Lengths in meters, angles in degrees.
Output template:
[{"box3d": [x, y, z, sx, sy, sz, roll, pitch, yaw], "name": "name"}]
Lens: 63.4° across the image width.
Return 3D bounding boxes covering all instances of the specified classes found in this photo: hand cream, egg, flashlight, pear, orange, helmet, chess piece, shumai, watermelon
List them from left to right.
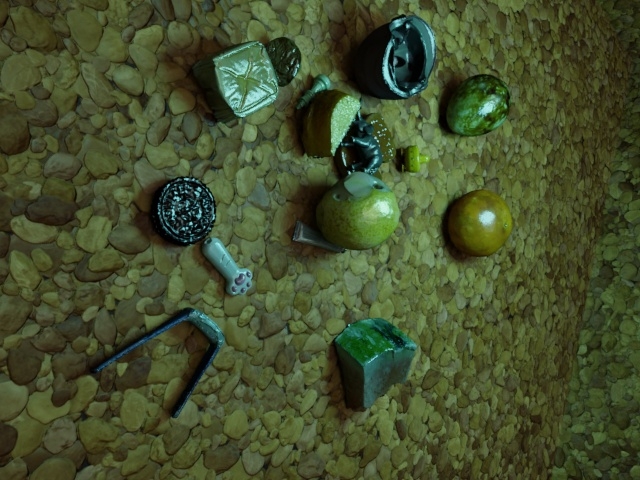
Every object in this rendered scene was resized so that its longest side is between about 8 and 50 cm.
[{"box3d": [-0.269, 0.074, 1.499, 0.093, 0.047, 0.200, -47, 119, -28], "name": "flashlight"}, {"box3d": [-0.119, -0.541, 1.605, 0.123, 0.105, 0.139, 8, 71, 4], "name": "shumai"}, {"box3d": [-0.030, -0.475, 1.687, 0.149, 0.059, 0.059, -52, 120, -22], "name": "chess piece"}, {"box3d": [0.000, 0.000, 1.728, 0.210, 0.043, 0.067, 22, 75, -32], "name": "hand cream"}, {"box3d": [0.116, -0.087, 1.685, 0.271, 0.271, 0.271, 0, 91, -39], "name": "pear"}, {"box3d": [0.204, 0.432, 1.823, 0.264, 0.151, 0.302, -15, 100, -39], "name": "watermelon"}, {"box3d": [0.250, -0.631, 1.824, 0.338, 0.197, 0.271, -50, 128, -36], "name": "helmet"}, {"box3d": [0.640, -0.546, 2.119, 0.289, 0.238, 0.238, -38, 114, -22], "name": "egg"}, {"box3d": [0.665, -0.069, 2.154, 0.284, 0.226, 0.284, -7, 102, -38], "name": "orange"}]

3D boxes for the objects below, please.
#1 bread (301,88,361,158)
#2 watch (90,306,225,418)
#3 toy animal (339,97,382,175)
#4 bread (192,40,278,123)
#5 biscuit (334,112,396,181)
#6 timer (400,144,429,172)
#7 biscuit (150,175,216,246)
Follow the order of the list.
[{"box3d": [0.023, -0.398, 1.666, 0.134, 0.129, 0.260, 45, 66, -48], "name": "bread"}, {"box3d": [-0.414, 0.293, 1.380, 0.276, 0.068, 0.274, 44, 69, -31], "name": "watch"}, {"box3d": [0.130, -0.340, 1.742, 0.137, 0.082, 0.269, -22, 98, -37], "name": "toy animal"}, {"box3d": [-0.238, -0.453, 1.482, 0.210, 0.110, 0.192, -42, 121, -31], "name": "bread"}, {"box3d": [0.176, -0.291, 1.854, 0.277, 0.052, 0.262, -50, 116, -26], "name": "biscuit"}, {"box3d": [0.363, -0.311, 1.975, 0.107, 0.109, 0.107, -3, 90, -82], "name": "timer"}, {"box3d": [-0.368, -0.079, 1.412, 0.194, 0.053, 0.194, 0, 91, -40], "name": "biscuit"}]
